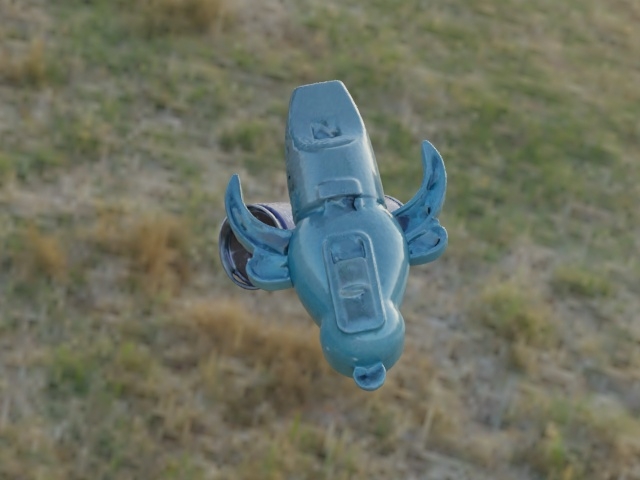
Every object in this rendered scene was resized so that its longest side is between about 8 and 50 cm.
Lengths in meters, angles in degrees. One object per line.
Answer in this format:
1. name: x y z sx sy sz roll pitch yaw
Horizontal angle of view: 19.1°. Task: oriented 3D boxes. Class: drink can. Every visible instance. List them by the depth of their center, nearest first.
1. drink can: 0.000 0.000 2.088 0.097 0.097 0.235 32 24 34

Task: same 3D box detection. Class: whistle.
1. whistle: 0.018 -0.005 1.558 0.186 0.093 0.274 -10 67 0
